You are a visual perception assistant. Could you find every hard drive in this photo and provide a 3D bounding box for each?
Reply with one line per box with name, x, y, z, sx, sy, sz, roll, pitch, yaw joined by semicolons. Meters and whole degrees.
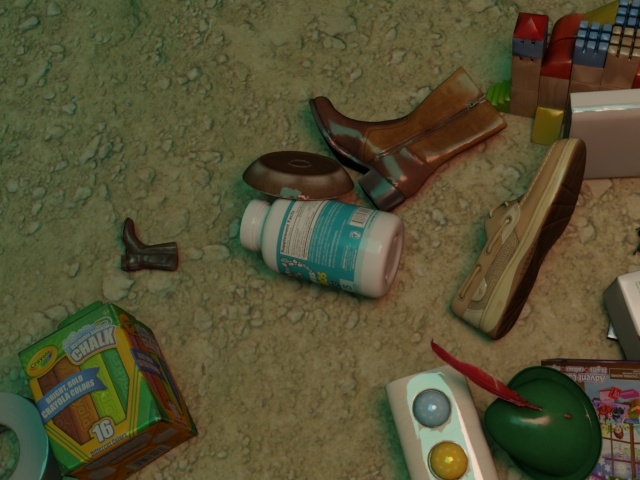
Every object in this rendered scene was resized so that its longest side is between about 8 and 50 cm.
hard drive;0.566;-0.167;1.247;0.353;0.233;0.047;-1;68;12

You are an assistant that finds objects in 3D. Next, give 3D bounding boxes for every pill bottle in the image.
pill bottle;0.000;0.000;1.356;0.264;0.146;0.146;14;73;18

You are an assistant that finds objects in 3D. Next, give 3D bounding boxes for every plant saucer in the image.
plant saucer;-0.037;-0.121;1.397;0.198;0.198;0.036;12;114;17

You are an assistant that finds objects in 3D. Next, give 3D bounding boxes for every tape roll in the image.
tape roll;-0.551;0.375;1.372;0.219;0.072;0.219;-4;69;11

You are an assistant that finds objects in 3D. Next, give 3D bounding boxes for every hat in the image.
hat;0.259;0.262;1.123;0.208;0.183;0.173;36;114;47

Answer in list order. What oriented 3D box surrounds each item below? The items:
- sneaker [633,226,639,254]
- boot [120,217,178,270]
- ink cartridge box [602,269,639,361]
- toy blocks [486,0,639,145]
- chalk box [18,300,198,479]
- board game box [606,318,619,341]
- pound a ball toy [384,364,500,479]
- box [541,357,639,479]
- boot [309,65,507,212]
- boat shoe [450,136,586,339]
sneaker;0.544;0.016;1.291;0.069;0.038;0.098;-18;57;7
boot;-0.313;0.006;1.482;0.114;0.037;0.106;-4;81;14
ink cartridge box;0.592;0.120;1.178;0.272;0.114;0.197;-15;72;3
toy blocks;0.466;-0.287;1.302;0.381;0.261;0.191;13;72;17
chalk box;-0.363;0.230;1.328;0.180;0.179;0.289;-31;66;-1
board game box;0.509;0.123;1.262;0.090;0.020;0.090;14;75;17
pound a ball toy;0.161;0.367;1.183;0.208;0.136;0.319;-17;66;5
box;0.444;0.266;1.091;0.293;0.057;0.201;-8;80;49
boot;0.148;-0.225;1.427;0.280;0.096;0.264;-38;67;1
boat shoe;0.308;-0.014;1.259;0.110;0.121;0.341;30;103;31
